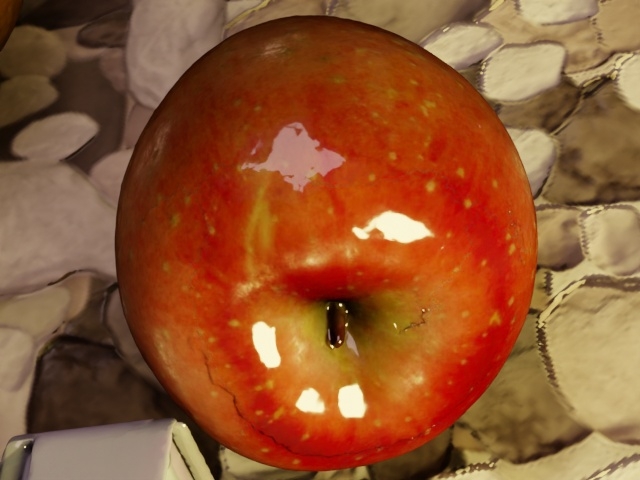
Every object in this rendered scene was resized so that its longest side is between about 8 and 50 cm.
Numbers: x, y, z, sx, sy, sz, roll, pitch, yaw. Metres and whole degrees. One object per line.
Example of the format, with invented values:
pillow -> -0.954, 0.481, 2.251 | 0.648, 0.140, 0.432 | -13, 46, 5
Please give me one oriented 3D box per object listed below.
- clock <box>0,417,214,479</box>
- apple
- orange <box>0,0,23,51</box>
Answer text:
clock -> -0.075, 0.179, 0.709 | 0.073, 0.145, 0.193 | -6, 48, 14
apple -> 0.000, 0.000, 0.828 | 0.181, 0.181, 0.168 | -23, 22, -2
orange -> -0.276, -0.162, 1.011 | 0.264, 0.264, 0.264 | -10, 48, 11
